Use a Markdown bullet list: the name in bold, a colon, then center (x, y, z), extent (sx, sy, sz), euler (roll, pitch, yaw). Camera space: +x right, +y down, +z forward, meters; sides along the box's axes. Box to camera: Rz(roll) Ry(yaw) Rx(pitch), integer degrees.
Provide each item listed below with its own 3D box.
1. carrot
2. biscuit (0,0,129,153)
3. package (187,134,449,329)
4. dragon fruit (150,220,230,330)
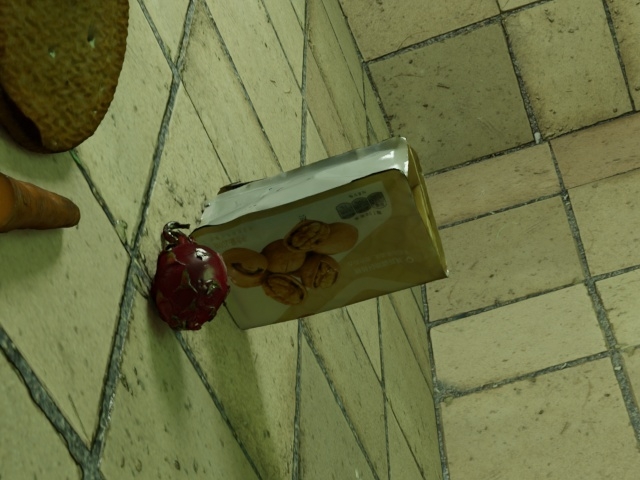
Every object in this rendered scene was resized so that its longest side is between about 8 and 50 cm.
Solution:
- **carrot**: center (-0.263, -0.028, 1.076), extent (0.224, 0.057, 0.057), euler (18, 55, -80)
- **biscuit**: center (-0.268, -0.236, 1.168), extent (0.305, 0.038, 0.305), euler (5, 90, -75)
- **package**: center (-0.001, -0.025, 1.628), extent (0.165, 0.311, 0.221), euler (-90, 158, -48)
- **dragon fruit**: center (-0.158, 0.028, 1.396), extent (0.190, 0.094, 0.094), euler (-101, 168, -49)
